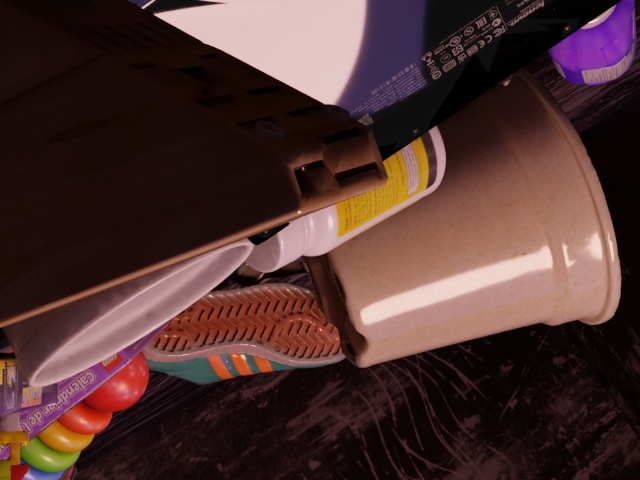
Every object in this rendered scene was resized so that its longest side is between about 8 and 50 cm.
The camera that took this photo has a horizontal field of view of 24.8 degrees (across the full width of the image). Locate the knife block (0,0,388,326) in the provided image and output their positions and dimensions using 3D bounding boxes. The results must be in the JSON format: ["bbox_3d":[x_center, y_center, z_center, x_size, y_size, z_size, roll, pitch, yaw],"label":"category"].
[{"bbox_3d":[-0.133,0.002,0.714,0.088,0.275,0.242,-23,137,-59],"label":"knife block"}]

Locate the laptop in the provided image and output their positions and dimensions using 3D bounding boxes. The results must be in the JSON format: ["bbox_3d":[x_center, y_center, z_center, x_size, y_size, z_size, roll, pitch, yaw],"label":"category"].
[{"bbox_3d":[0.045,-0.205,0.977,0.382,0.236,0.408,-34,145,3],"label":"laptop"}]

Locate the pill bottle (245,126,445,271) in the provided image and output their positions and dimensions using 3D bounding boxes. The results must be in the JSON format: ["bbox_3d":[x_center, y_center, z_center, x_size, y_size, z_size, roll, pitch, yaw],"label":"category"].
[{"bbox_3d":[0.009,-0.057,1.400,0.208,0.119,0.119,-29,172,-31],"label":"pill bottle"}]

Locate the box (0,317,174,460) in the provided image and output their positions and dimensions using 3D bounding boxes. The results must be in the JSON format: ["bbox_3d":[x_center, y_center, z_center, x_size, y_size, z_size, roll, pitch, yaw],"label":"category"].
[{"bbox_3d":[-0.264,0.140,1.520,0.201,0.057,0.293,-38,-178,6],"label":"box"}]

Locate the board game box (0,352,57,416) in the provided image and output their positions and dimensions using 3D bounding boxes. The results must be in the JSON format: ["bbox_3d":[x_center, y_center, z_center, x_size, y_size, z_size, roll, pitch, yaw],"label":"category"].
[{"bbox_3d":[-0.304,0.115,1.169,0.141,0.048,0.170,1,177,9],"label":"board game box"}]

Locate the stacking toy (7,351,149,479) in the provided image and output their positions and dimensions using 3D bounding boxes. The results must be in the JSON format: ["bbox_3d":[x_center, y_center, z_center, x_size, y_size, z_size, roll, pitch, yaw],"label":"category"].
[{"bbox_3d":[-0.334,0.225,1.762,0.330,0.141,0.141,-42,170,26],"label":"stacking toy"}]

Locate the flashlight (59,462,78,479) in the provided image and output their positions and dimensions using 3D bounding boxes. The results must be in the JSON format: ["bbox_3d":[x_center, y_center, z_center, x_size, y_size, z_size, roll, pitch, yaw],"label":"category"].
[{"bbox_3d":[-0.418,0.320,2.132,0.103,0.103,0.304,-59,177,-12],"label":"flashlight"}]

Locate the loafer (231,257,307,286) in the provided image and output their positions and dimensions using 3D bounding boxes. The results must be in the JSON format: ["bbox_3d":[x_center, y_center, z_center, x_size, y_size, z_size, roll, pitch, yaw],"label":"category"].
[{"bbox_3d":[0.000,0.000,1.872,0.251,0.087,0.094,-31,173,-19],"label":"loafer"}]

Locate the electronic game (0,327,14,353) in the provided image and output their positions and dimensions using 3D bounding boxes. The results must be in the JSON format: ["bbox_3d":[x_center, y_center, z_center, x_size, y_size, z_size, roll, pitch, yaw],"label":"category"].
[{"bbox_3d":[-0.369,0.154,1.413,0.229,0.048,0.229,-33,173,-4],"label":"electronic game"}]

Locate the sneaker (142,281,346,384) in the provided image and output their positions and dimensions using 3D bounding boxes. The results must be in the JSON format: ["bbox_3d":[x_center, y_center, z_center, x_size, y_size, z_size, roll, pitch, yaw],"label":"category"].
[{"bbox_3d":[-0.106,0.121,1.836,0.302,0.108,0.121,3,157,-21],"label":"sneaker"}]

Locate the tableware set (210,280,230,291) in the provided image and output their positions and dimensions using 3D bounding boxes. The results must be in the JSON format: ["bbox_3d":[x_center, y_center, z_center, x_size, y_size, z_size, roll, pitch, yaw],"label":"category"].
[{"bbox_3d":[-0.175,0.080,1.887,0.154,0.024,0.104,-29,172,-37],"label":"tableware set"}]

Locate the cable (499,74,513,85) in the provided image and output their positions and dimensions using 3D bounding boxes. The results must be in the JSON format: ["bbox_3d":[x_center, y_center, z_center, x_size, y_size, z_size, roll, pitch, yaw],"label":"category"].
[{"bbox_3d":[0.132,-0.199,1.363,0.139,0.072,0.287,-25,162,8],"label":"cable"}]

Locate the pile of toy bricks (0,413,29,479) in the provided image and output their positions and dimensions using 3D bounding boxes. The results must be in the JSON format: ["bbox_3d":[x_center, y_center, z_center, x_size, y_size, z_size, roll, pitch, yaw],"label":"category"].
[{"bbox_3d":[-0.356,0.203,1.237,0.212,0.105,0.118,-1,168,-13],"label":"pile of toy bricks"}]

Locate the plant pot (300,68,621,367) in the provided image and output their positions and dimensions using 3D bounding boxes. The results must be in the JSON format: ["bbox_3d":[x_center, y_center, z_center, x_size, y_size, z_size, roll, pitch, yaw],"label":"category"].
[{"bbox_3d":[0.142,-0.004,1.743,0.305,0.334,0.334,-20,171,-10],"label":"plant pot"}]

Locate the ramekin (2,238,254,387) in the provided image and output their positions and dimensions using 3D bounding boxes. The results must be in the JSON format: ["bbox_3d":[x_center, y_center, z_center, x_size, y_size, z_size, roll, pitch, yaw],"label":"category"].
[{"bbox_3d":[-0.166,0.015,1.138,0.207,0.109,0.207,-33,173,-5],"label":"ramekin"}]

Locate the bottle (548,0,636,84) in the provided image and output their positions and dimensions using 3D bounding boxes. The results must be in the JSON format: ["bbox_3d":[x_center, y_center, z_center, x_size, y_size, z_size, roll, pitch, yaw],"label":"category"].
[{"bbox_3d":[0.258,-0.221,1.412,0.092,0.118,0.283,-7,178,12],"label":"bottle"}]
